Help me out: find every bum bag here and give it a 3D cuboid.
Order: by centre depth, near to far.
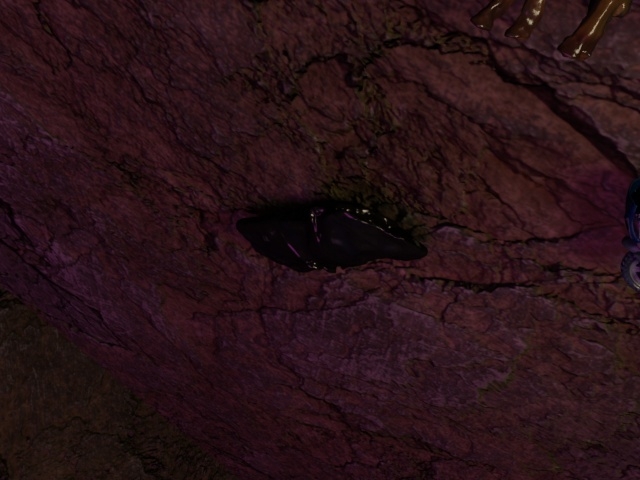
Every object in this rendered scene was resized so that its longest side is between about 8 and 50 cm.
[{"bbox_3d":[0.000,0.000,1.237,0.137,0.074,0.310,35,153,-32],"label":"bum bag"}]

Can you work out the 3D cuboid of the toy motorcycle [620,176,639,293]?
[{"bbox_3d":[0.373,-0.020,0.851,0.135,0.092,0.254,49,138,-15],"label":"toy motorcycle"}]

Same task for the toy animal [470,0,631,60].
[{"bbox_3d":[0.163,-0.256,0.651,0.054,0.149,0.275,-124,23,-61],"label":"toy animal"}]
